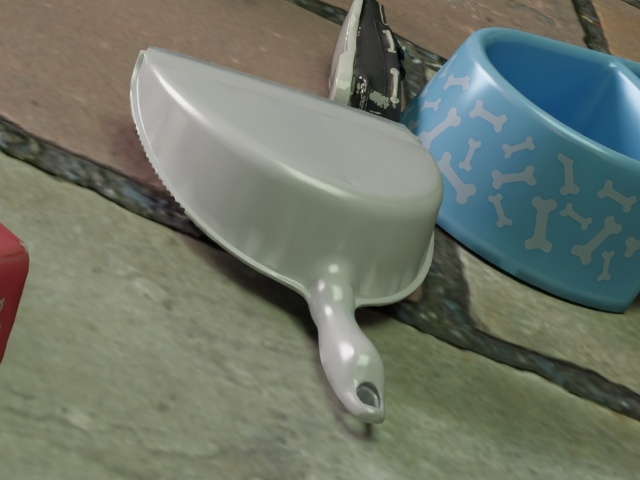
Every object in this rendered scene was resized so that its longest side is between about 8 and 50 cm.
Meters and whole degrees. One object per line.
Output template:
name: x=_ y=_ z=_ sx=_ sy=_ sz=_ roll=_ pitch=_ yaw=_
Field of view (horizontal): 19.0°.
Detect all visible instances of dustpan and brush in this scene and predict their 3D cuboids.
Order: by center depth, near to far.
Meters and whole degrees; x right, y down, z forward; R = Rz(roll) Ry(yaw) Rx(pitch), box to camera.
dustpan and brush: x=0.000 y=0.000 z=0.786 sx=0.147 sy=0.060 sz=0.211 roll=16 pitch=20 yaw=-24

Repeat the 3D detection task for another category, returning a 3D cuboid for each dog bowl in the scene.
dog bowl: x=0.171 y=-0.034 z=1.002 sx=0.297 sy=0.074 sz=0.166 roll=9 pitch=30 yaw=-36

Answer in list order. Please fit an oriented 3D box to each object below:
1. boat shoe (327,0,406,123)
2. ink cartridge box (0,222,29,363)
boat shoe: x=0.026 y=-0.090 z=0.984 sx=0.038 sy=0.046 sz=0.125 roll=15 pitch=28 yaw=-4
ink cartridge box: x=-0.238 y=0.010 z=0.411 sx=0.207 sy=0.117 sz=0.283 roll=38 pitch=26 yaw=22
